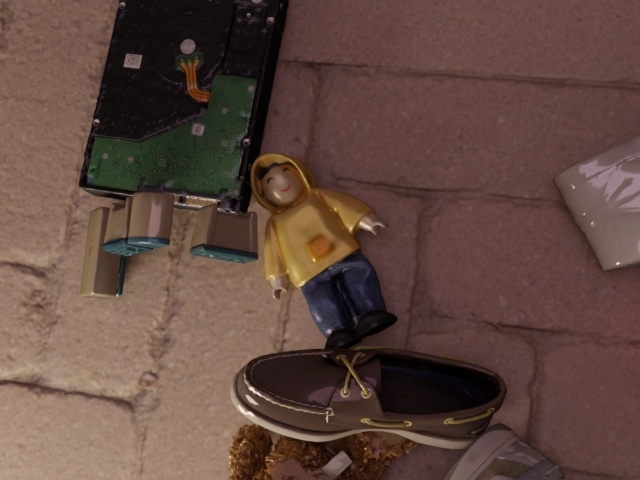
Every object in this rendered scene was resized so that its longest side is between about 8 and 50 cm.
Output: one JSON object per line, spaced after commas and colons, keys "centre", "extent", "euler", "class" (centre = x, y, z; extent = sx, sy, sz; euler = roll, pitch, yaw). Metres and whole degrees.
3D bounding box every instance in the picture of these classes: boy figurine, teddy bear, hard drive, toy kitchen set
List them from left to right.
{"centre": [-0.204, 0.020, 1.195], "extent": [0.166, 0.207, 0.122], "euler": [11, 78, -32], "class": "toy kitchen set"}
{"centre": [-0.187, -0.213, 1.253], "extent": [0.237, 0.064, 0.338], "euler": [8, 80, 11], "class": "hard drive"}
{"centre": [-0.018, 0.319, 1.116], "extent": [0.245, 0.113, 0.337], "euler": [16, 75, 5], "class": "teddy bear"}
{"centre": [0.000, 0.000, 1.168], "extent": [0.177, 0.092, 0.285], "euler": [-28, 79, 12], "class": "boy figurine"}

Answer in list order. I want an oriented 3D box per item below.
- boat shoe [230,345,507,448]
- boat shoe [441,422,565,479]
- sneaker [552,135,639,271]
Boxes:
{"centre": [0.060, 0.175, 1.058], "extent": [0.325, 0.096, 0.116], "euler": [10, 49, -12], "class": "boat shoe"}
{"centre": [0.154, 0.364, 1.041], "extent": [0.103, 0.118, 0.320], "euler": [33, 72, 31], "class": "boat shoe"}
{"centre": [0.459, -0.065, 1.100], "extent": [0.293, 0.108, 0.169], "euler": [-26, 78, 14], "class": "sneaker"}
